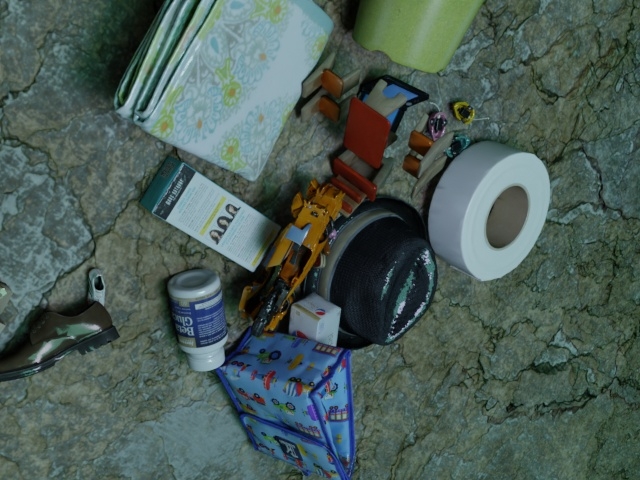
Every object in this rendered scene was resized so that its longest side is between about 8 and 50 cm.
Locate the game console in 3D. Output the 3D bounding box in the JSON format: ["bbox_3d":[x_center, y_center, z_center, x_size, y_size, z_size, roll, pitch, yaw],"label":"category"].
[{"bbox_3d":[0.131,-0.252,1.733,0.122,0.107,0.071,16,70,-38],"label":"game console"}]

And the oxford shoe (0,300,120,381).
[{"bbox_3d":[-0.455,0.164,1.495,0.227,0.083,0.096,-24,96,-22],"label":"oxford shoe"}]

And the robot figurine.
[{"bbox_3d":[-0.057,0.037,1.645,0.291,0.085,0.211,-61,175,21],"label":"robot figurine"}]

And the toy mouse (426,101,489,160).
[{"bbox_3d":[0.257,-0.220,1.855,0.161,0.031,0.143,24,93,-38],"label":"toy mouse"}]

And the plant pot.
[{"bbox_3d":[0.181,-0.442,1.594,0.276,0.276,0.254,4,117,-36],"label":"plant pot"}]

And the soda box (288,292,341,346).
[{"bbox_3d":[-0.019,0.214,1.772,0.069,0.074,0.216,-27,135,-42],"label":"soda box"}]

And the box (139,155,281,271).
[{"bbox_3d":[-0.189,-0.043,1.596,0.244,0.060,0.101,34,87,-38],"label":"box"}]

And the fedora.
[{"bbox_3d":[0.126,0.085,1.807,0.334,0.152,0.334,-13,114,-30],"label":"fedora"}]

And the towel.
[{"bbox_3d":[-0.140,-0.284,1.457,0.321,0.090,0.374,-61,152,4],"label":"towel"}]

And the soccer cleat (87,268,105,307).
[{"bbox_3d":[-0.377,0.088,1.533,0.029,0.035,0.083,-10,113,-32],"label":"soccer cleat"}]

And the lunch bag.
[{"bbox_3d":[-0.047,0.333,1.734,0.138,0.221,0.293,-47,136,-43],"label":"lunch bag"}]

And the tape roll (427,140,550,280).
[{"bbox_3d":[0.359,-0.062,1.922,0.286,0.100,0.286,-21,123,-36],"label":"tape roll"}]

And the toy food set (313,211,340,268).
[{"bbox_3d":[0.000,0.000,1.729,0.019,0.078,0.122,13,91,-40],"label":"toy food set"}]

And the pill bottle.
[{"bbox_3d":[-0.216,0.145,1.629,0.094,0.094,0.169,-20,118,-28],"label":"pill bottle"}]

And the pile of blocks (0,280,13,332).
[{"bbox_3d":[-0.627,0.141,1.332,0.362,0.112,0.149,-27,121,-24],"label":"pile of blocks"}]

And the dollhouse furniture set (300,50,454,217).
[{"bbox_3d":[0.076,-0.162,1.622,0.135,0.262,0.259,-47,165,-23],"label":"dollhouse furniture set"}]
